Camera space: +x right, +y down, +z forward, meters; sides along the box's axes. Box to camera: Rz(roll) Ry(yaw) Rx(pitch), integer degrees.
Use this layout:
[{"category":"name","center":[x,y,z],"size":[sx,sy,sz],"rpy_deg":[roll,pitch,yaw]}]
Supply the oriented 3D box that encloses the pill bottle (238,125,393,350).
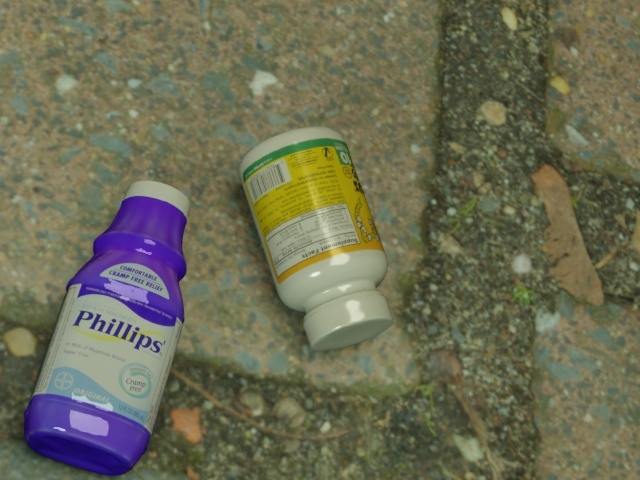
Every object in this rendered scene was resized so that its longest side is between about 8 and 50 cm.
[{"category":"pill bottle","center":[0.000,0.000,1.582],"size":[0.118,0.117,0.208],"rpy_deg":[-10,71,-26]}]

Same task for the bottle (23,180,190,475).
[{"category":"bottle","center":[-0.190,0.077,1.484],"size":[0.118,0.092,0.282],"rpy_deg":[21,61,-11]}]
